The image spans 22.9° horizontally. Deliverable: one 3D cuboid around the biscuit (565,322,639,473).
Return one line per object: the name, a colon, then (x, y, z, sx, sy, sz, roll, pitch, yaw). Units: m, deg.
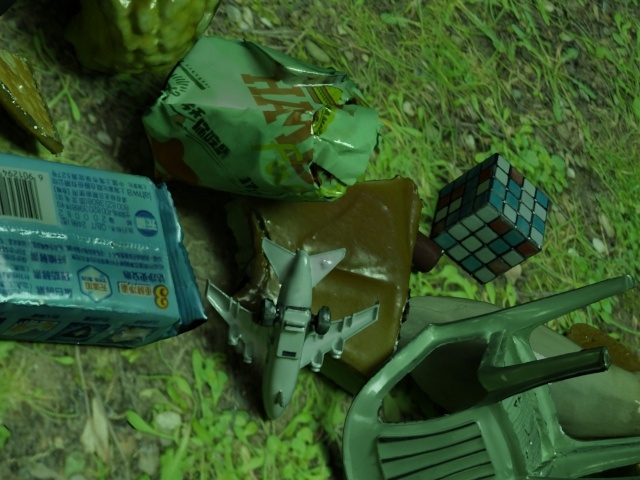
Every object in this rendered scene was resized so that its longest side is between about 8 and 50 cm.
biscuit: (0.332, 0.177, 1.791, 0.162, 0.035, 0.250, -8, 38, -8)

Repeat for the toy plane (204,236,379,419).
toy plane: (-0.029, 0.084, 1.447, 0.162, 0.065, 0.171, 8, 97, -10)

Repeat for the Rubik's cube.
Rubik's cube: (0.194, -0.025, 1.802, 0.092, 0.092, 0.092, 40, 40, -20)

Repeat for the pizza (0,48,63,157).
pizza: (-0.271, -0.135, 1.420, 0.123, 0.026, 0.108, 53, 14, -25)

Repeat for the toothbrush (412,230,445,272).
toothbrush: (-0.008, -0.075, 1.661, 0.364, 0.041, 0.041, 37, 42, -24)

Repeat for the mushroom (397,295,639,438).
mushroom: (0.226, 0.142, 1.662, 0.350, 0.128, 0.128, 15, 50, -12)

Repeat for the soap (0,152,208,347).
soap: (-0.238, 0.007, 1.318, 0.293, 0.077, 0.156, 10, 58, -43)

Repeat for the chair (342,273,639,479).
chair: (0.181, 0.175, 1.509, 0.190, 0.275, 0.203, -40, 109, -60)

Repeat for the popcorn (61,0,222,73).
popcorn: (-0.178, -0.259, 1.497, 0.169, 0.189, 0.218, 21, 55, -28)

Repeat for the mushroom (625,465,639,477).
mushroom: (0.467, 0.318, 1.784, 0.234, 0.254, 0.260, 81, -10, -45)

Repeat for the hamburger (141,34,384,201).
hamburger: (-0.043, -0.115, 1.526, 0.214, 0.125, 0.235, 13, 23, 9)

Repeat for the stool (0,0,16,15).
stool: (-0.356, -0.266, 1.331, 0.232, 0.141, 0.232, 28, 45, -32)

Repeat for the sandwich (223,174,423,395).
sandwich: (0.000, 0.000, 1.566, 0.212, 0.063, 0.245, 33, 52, -27)
